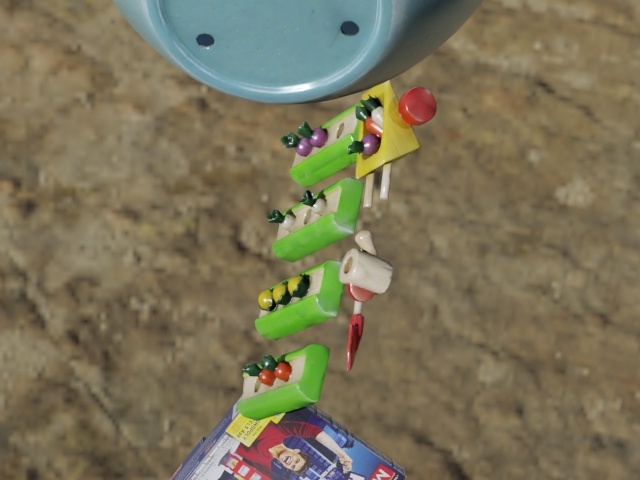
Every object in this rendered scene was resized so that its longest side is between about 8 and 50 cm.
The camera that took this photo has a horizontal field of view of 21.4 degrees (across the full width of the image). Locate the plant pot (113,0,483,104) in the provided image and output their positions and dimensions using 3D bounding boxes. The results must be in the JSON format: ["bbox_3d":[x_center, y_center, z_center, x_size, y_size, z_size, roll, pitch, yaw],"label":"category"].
[{"bbox_3d":[-0.018,-0.190,0.957,0.290,0.290,0.195,7,43,2],"label":"plant pot"}]

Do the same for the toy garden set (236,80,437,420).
[{"bbox_3d":[0.000,0.000,1.278,0.049,0.204,0.244,21,68,-22],"label":"toy garden set"}]

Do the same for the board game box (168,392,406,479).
[{"bbox_3d":[-0.024,0.231,1.426,0.194,0.194,0.060,36,15,-11],"label":"board game box"}]
